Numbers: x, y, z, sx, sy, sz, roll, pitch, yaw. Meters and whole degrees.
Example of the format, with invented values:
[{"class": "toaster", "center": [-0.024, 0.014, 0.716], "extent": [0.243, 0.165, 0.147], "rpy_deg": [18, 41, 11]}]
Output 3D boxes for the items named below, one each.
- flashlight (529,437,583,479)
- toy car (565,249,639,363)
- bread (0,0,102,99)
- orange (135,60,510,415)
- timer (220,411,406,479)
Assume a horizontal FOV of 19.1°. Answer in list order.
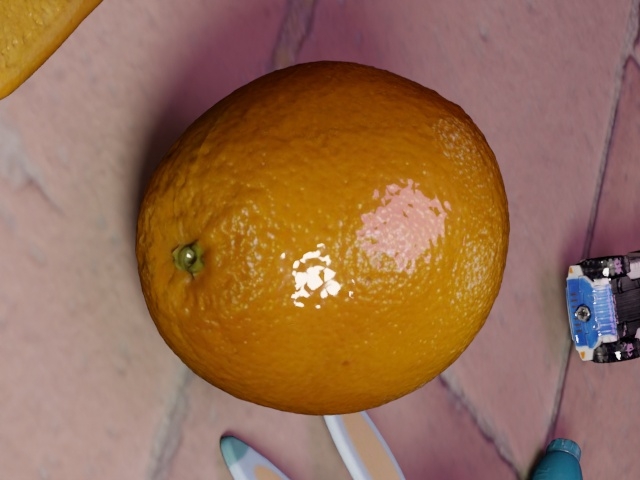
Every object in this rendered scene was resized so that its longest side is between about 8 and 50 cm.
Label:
[{"class": "flashlight", "center": [0.164, 0.195, 1.365], "extent": [0.051, 0.051, 0.129], "rpy_deg": [57, 37, -35]}, {"class": "toy car", "center": [0.240, 0.048, 1.493], "extent": [0.170, 0.070, 0.080], "rpy_deg": [-8, 90, -56]}, {"class": "bread", "center": [-0.152, -0.151, 0.913], "extent": [0.116, 0.077, 0.200], "rpy_deg": [63, 35, -25]}, {"class": "orange", "center": [0.000, 0.000, 1.015], "extent": [0.206, 0.206, 0.206], "rpy_deg": [18, 68, -55]}, {"class": "timer", "center": [0.067, 0.203, 1.106], "extent": [0.175, 0.175, 0.255], "rpy_deg": [-30, 108, -56]}]
